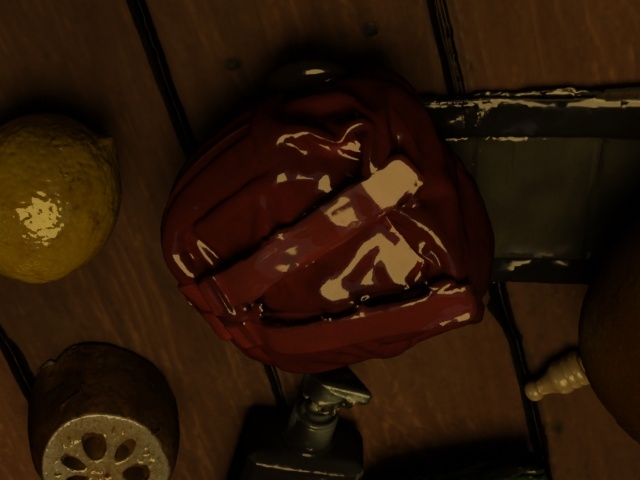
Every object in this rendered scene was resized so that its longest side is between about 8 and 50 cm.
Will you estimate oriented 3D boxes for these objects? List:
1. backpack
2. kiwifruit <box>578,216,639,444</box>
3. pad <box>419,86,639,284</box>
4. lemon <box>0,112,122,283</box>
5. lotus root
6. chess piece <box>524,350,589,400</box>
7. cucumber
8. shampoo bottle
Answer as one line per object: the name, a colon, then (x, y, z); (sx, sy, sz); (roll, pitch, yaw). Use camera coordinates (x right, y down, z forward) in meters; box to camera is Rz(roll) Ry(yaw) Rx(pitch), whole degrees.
backpack: (0.000, -0.001, 0.979); (0.229, 0.139, 0.229); (3, 128, 3)
kiwifruit: (0.283, 0.056, 0.985); (0.196, 0.196, 0.234); (22, 124, -19)
pad: (0.175, -0.034, 1.045); (0.233, 0.022, 0.174); (-2, 128, 0)
lemon: (-0.188, -0.026, 0.972); (0.133, 0.109, 0.109); (-43, 118, 17)
lotus root: (-0.166, 0.145, 1.125); (0.122, 0.081, 0.112); (32, 111, -24)
chess piece: (0.201, 0.100, 1.138); (0.092, 0.035, 0.035); (-30, 123, 22)
cucumber: (0.094, 0.226, 1.196); (0.193, 0.085, 0.115); (-16, 127, 1)
shampoo bottle: (-0.032, 0.219, 1.189); (0.098, 0.071, 0.309); (12, 123, -9)
